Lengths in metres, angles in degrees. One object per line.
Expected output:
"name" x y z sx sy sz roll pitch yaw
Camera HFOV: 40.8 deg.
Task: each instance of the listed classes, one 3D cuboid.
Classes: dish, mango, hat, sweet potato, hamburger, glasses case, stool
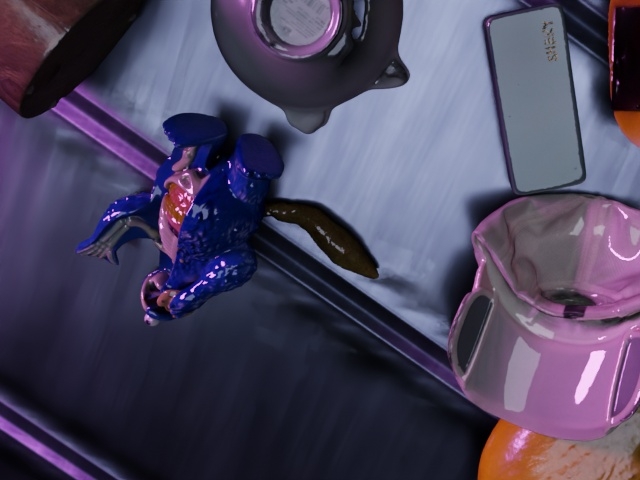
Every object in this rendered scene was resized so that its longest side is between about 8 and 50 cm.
"dish" -0.007 -0.232 0.853 0.228 0.086 0.236 -22 102 11
"mango" 0.293 0.219 0.924 0.176 0.119 0.317 46 104 12
"hat" 0.255 0.080 0.885 0.219 0.164 0.226 18 116 19
"sweet potato" 0.003 -0.006 0.939 0.153 0.038 0.041 32 83 -1
"hamburger" 0.338 -0.177 0.787 0.116 0.173 0.210 -4 93 -5
"glasses case" 0.218 -0.143 0.876 0.078 0.039 0.184 -10 104 9
"stool" -0.327 -0.269 0.830 0.264 0.179 0.179 42 105 -5

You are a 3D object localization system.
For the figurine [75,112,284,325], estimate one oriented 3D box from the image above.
"figurine" -0.133 -0.016 0.919 0.164 0.121 0.262 43 122 1
